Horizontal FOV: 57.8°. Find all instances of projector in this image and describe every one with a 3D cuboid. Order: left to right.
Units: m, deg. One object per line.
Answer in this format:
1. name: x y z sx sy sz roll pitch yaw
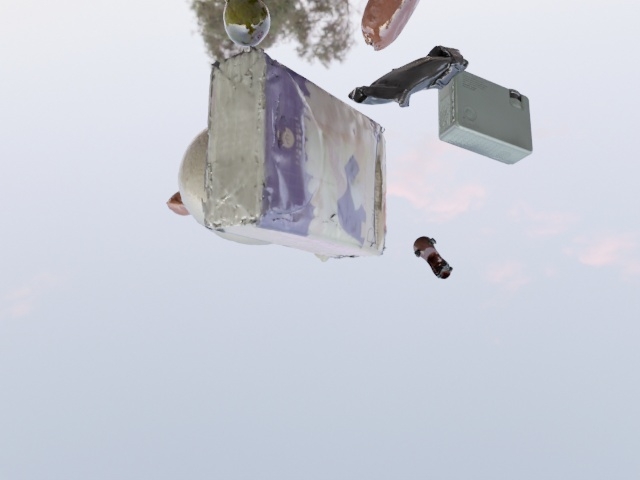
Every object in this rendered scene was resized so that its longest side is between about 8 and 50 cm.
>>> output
1. projector: 0.432 -0.325 1.539 0.256 0.099 0.192 13 -113 -22

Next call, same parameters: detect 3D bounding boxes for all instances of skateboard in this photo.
1. skateboard: 0.303 0.047 1.581 0.067 0.151 0.080 -39 -150 4

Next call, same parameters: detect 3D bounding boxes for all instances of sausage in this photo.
1. sausage: -0.293 -0.141 1.802 0.418 0.094 0.094 -5 -132 26
2. sausage: 0.180 -0.509 0.919 0.087 0.433 0.088 24 -162 -9

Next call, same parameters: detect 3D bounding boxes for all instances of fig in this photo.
1. fig: -0.231 -0.605 1.509 0.236 0.124 0.124 43 -121 14

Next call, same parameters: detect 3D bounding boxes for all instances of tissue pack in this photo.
1. tissue pack: -0.020 -0.108 0.884 0.125 0.343 0.243 -7 -102 32

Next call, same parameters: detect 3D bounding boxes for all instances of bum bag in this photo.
1. bum bag: 0.209 -0.354 1.282 0.326 0.080 0.142 -32 -145 -26

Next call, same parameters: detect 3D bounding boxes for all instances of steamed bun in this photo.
1. steamed bun: -0.133 -0.133 1.131 0.282 0.177 0.283 12 -139 -11

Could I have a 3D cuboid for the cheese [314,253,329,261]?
1. cheese: 0.000 0.000 1.657 0.043 0.194 0.065 -34 -114 -15
